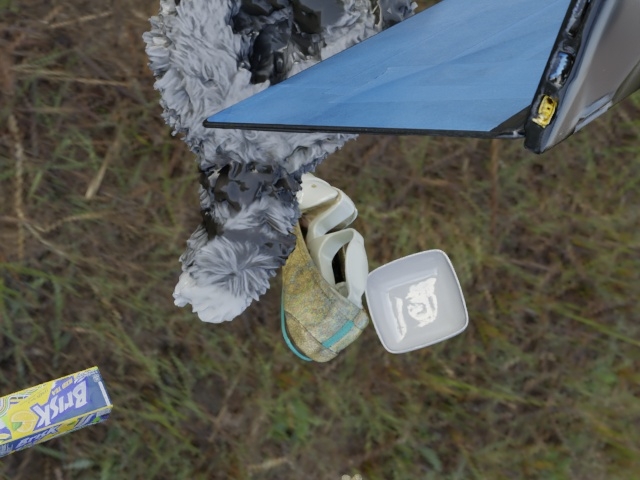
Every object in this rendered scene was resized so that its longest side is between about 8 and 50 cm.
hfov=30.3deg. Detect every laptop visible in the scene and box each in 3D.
[{"bbox_3d":[0.165,-0.227,0.685,0.382,0.236,0.408,-33,151,-36],"label":"laptop"}]

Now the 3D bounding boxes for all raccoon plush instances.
[{"bbox_3d":[-0.072,-0.183,1.141,0.216,0.299,0.446,23,123,-15],"label":"raccoon plush"}]

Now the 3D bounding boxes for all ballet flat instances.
[{"bbox_3d":[0.000,0.000,1.503,0.123,0.349,0.123,-5,134,-5],"label":"ballet flat"}]

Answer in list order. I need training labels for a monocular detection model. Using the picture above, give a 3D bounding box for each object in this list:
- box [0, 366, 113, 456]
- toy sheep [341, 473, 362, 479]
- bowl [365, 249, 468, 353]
[{"bbox_3d":[-0.344,0.213,1.446,0.168,0.059,0.054,-17,160,-27],"label":"box"},{"bbox_3d":[0.030,0.314,1.330,0.132,0.091,0.091,-78,156,-56],"label":"toy sheep"},{"bbox_3d":[0.146,0.096,1.790,0.142,0.142,0.053,-19,160,7],"label":"bowl"}]
